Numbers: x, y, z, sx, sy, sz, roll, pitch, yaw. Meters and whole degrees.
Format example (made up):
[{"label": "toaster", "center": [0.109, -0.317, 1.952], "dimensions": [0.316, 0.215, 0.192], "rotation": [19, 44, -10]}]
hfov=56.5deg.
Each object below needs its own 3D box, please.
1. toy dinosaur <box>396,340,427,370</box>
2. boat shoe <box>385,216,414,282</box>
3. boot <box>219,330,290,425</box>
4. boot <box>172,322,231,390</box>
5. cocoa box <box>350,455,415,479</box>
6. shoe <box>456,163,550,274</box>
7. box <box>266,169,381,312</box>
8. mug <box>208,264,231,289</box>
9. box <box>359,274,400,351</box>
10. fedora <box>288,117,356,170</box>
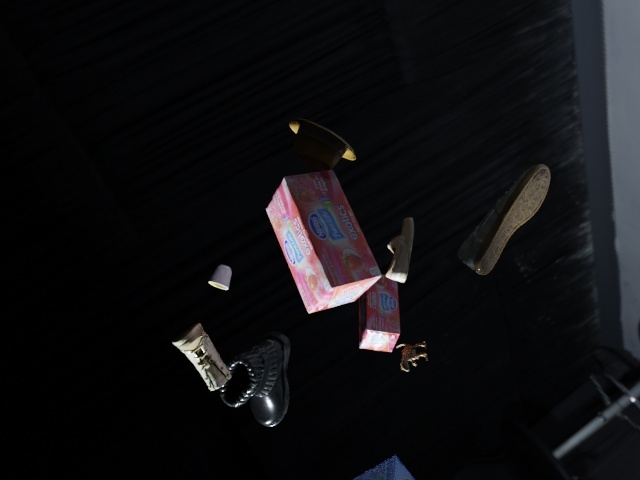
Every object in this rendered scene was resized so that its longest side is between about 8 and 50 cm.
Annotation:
[{"label": "toy dinosaur", "center": [0.311, 0.380, 2.063], "dimensions": [0.211, 0.112, 0.064], "rotation": [-54, -45, -74]}, {"label": "boat shoe", "center": [0.196, 0.018, 1.484], "dimensions": [0.063, 0.059, 0.170], "rotation": [86, -166, -70]}, {"label": "boot", "center": [-0.206, 0.474, 1.868], "dimensions": [0.260, 0.131, 0.348], "rotation": [-34, -51, -64]}, {"label": "boot", "center": [-0.291, 0.294, 1.485], "dimensions": [0.165, 0.077, 0.213], "rotation": [58, 172, 5]}, {"label": "cocoa box", "center": [0.056, 0.602, 1.057], "dimensions": [0.228, 0.347, 0.231], "rotation": [53, -165, -6]}, {"label": "shoe", "center": [0.314, -0.044, 1.026], "dimensions": [0.076, 0.219, 0.058], "rotation": [37, 178, -43]}, {"label": "box", "center": [0.000, 0.000, 1.426], "dimensions": [0.154, 0.142, 0.300], "rotation": [-51, 56, 53]}, {"label": "mug", "center": [-0.307, 0.108, 1.818], "dimensions": [0.078, 0.064, 0.062], "rotation": [10, 161, 24]}, {"label": "box", "center": [0.210, 0.257, 2.147], "dimensions": [0.128, 0.122, 0.257], "rotation": [104, 172, -48]}, {"label": "fedora", "center": [-0.008, -0.229, 1.486], "dimensions": [0.194, 0.079, 0.194], "rotation": [29, 174, 3]}]
